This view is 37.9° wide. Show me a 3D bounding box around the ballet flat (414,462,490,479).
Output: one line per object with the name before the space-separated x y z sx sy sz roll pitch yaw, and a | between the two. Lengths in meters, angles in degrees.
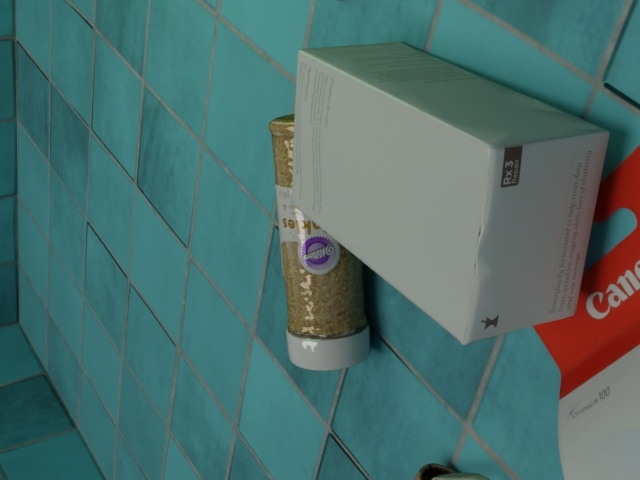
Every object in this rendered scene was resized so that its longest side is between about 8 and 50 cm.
ballet flat | 0.215 0.351 1.139 0.316 0.108 0.106 10 103 54

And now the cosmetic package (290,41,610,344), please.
cosmetic package | 0.119 -0.075 1.042 0.385 0.156 0.217 40 134 49

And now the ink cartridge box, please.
ink cartridge box | 0.324 0.132 0.899 0.385 0.091 0.308 61 144 21

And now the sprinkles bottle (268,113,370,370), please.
sprinkles bottle | 0.000 0.000 1.315 0.121 0.121 0.355 15 113 54
